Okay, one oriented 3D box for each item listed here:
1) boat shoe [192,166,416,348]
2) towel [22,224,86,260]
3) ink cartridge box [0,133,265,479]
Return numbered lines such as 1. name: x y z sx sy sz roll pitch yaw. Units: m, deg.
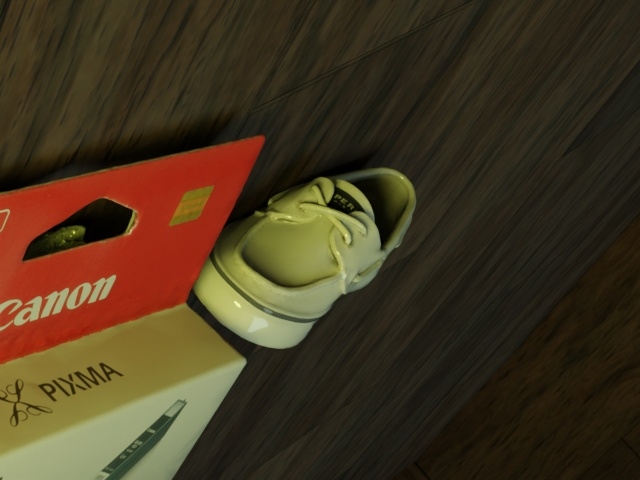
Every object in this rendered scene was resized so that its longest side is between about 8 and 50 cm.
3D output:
1. boat shoe: 0.000 0.000 1.143 0.088 0.096 0.267 -52 166 22
2. towel: -0.187 0.056 0.894 0.148 0.027 0.110 -35 155 -35
3. ink cartridge box: -0.146 0.081 0.889 0.296 0.066 0.261 -18 145 -56
